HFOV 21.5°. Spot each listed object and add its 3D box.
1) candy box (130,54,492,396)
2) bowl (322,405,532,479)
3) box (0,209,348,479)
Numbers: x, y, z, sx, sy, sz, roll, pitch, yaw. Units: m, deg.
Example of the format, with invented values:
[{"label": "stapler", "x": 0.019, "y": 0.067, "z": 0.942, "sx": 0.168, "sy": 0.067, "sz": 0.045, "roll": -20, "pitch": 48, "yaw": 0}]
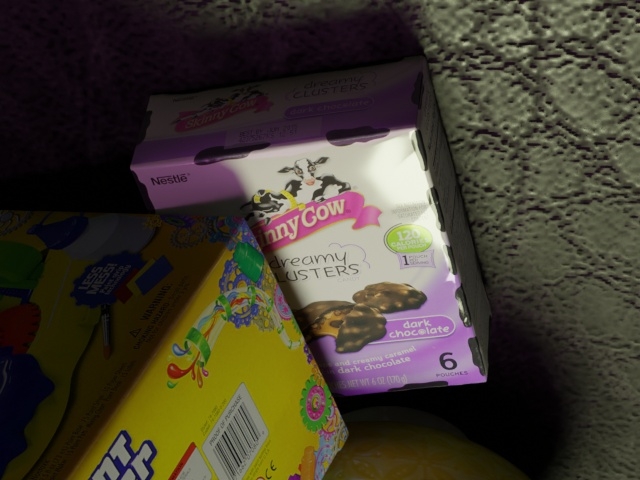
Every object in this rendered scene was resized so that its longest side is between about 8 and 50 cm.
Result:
[{"label": "candy box", "x": 0.000, "y": 0.000, "z": 0.979, "sx": 0.165, "sy": 0.070, "sz": 0.196, "roll": -7, "pitch": 130, "yaw": 15}, {"label": "bowl", "x": 0.045, "y": 0.206, "z": 1.122, "sx": 0.289, "sy": 0.156, "sz": 0.289, "roll": 4, "pitch": 134, "yaw": 4}, {"label": "box", "x": -0.186, "y": 0.141, "z": 0.930, "sx": 0.279, "sy": 0.290, "sz": 0.177, "roll": 1, "pitch": 132, "yaw": 32}]
